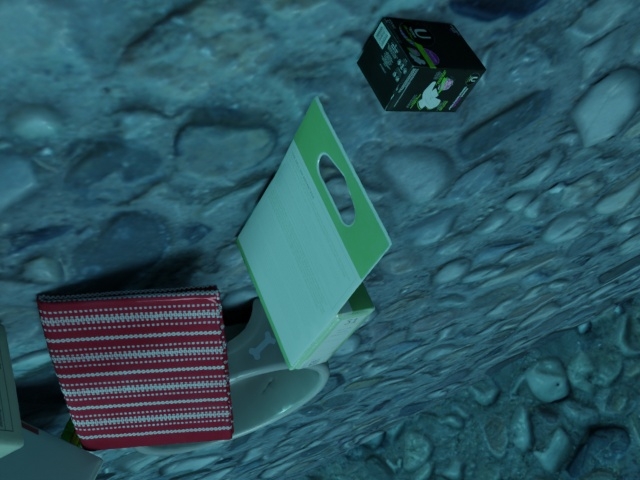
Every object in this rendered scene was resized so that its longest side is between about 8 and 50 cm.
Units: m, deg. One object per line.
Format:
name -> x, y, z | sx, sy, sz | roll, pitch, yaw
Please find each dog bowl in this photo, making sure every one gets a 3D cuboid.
dog bowl -> -0.144, 0.215, 1.053 | 0.349, 0.102, 0.348 | -19, 153, -10

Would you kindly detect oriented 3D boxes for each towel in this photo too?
towel -> -0.208, 0.159, 0.833 | 0.199, 0.031, 0.274 | -3, 130, -7

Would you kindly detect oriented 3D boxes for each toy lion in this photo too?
toy lion -> -0.349, 0.273, 0.992 | 0.034, 0.096, 0.100 | 15, 147, -4

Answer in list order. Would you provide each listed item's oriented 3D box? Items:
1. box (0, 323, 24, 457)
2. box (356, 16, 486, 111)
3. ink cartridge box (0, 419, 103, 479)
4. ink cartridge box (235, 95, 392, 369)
box -> -0.420, 0.126, 0.602 | 0.121, 0.148, 0.311 | -28, 153, 10
box -> 0.086, -0.150, 0.601 | 0.083, 0.062, 0.052 | -5, 147, -33
ink cartridge box -> -0.426, 0.347, 0.940 | 0.197, 0.114, 0.273 | 28, 136, -6
ink cartridge box -> 0.000, 0.000, 0.687 | 0.056, 0.171, 0.235 | -6, 149, -34
